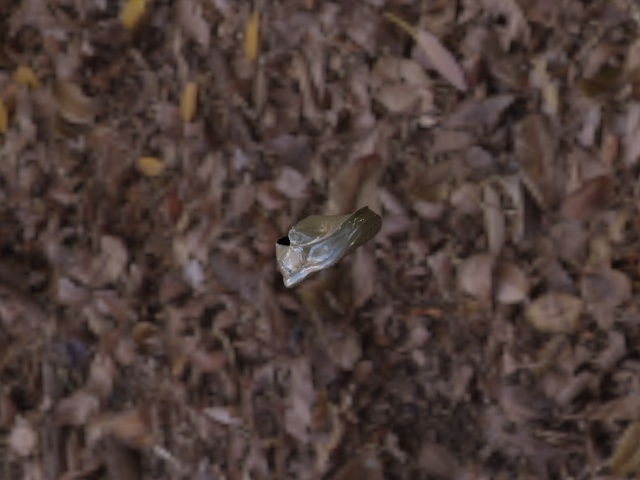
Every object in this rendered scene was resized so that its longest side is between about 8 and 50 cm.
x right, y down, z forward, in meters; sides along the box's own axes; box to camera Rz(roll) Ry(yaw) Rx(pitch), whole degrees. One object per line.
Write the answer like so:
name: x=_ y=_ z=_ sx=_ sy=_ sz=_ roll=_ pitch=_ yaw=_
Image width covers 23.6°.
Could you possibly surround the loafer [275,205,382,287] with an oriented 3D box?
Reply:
loafer: x=0.000 y=0.000 z=1.387 sx=0.050 sy=0.056 sz=0.148 roll=56 pitch=140 yaw=0
